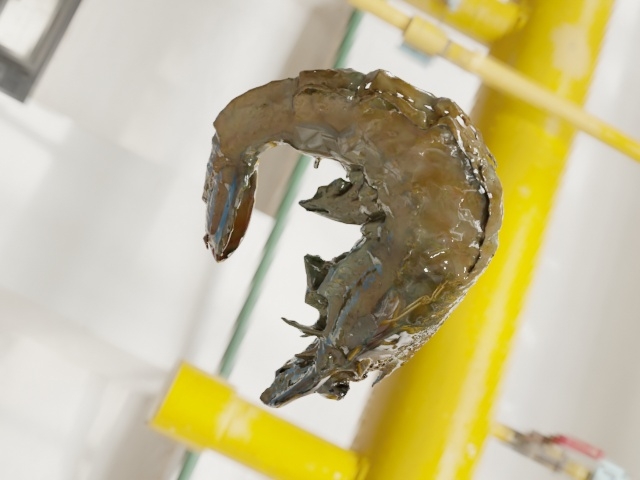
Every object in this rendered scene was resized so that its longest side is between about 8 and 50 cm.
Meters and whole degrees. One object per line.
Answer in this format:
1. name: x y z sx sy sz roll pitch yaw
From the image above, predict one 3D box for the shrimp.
1. shrimp: 0.000 0.001 0.791 0.253 0.173 0.058 -48 -170 44
